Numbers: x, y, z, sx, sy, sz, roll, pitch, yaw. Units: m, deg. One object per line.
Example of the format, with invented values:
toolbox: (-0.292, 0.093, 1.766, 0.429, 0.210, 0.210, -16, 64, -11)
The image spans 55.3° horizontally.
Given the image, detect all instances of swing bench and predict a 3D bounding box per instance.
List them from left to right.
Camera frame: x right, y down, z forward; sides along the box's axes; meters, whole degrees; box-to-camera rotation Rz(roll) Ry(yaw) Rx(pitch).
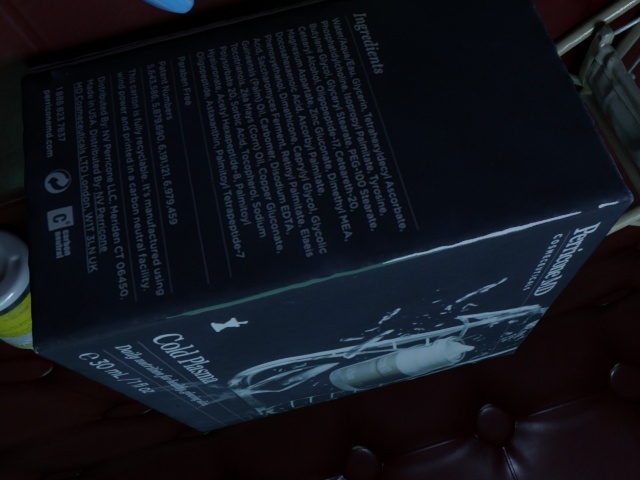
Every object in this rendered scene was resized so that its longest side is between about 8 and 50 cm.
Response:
swing bench: (0.402, -0.169, 0.704, 0.165, 0.253, 0.255, 1, 149, -34)

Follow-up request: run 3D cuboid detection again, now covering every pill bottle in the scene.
pill bottle: (-0.414, 0.080, 0.846, 0.119, 0.119, 0.208, -15, 155, -5)

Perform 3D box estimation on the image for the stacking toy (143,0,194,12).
stacking toy: (-0.068, -0.295, 0.316, 0.302, 0.175, 0.165, -41, 146, 20)

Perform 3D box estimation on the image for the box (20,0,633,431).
box: (0.000, 0.000, 0.718, 0.471, 0.297, 0.480, -16, 155, -1)
